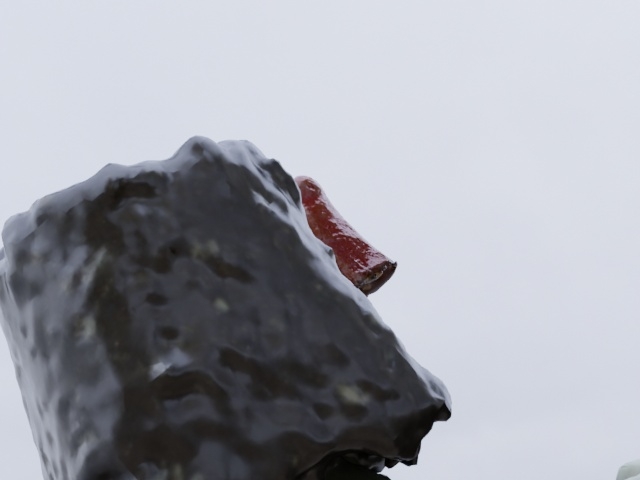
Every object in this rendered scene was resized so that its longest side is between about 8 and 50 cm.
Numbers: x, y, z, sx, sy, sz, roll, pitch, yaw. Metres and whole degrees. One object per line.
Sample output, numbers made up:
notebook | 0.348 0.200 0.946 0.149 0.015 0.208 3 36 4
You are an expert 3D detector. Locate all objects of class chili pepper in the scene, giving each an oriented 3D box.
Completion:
chili pepper | 0.000 0.000 1.073 0.073 0.123 0.070 -38 -16 -22

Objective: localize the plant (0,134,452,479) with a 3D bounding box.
plant | -0.033 0.069 0.455 0.132 0.194 0.129 -21 -8 -21

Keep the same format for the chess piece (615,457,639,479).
chess piece | 0.286 0.126 0.426 0.234 0.234 0.442 13 -22 -34
